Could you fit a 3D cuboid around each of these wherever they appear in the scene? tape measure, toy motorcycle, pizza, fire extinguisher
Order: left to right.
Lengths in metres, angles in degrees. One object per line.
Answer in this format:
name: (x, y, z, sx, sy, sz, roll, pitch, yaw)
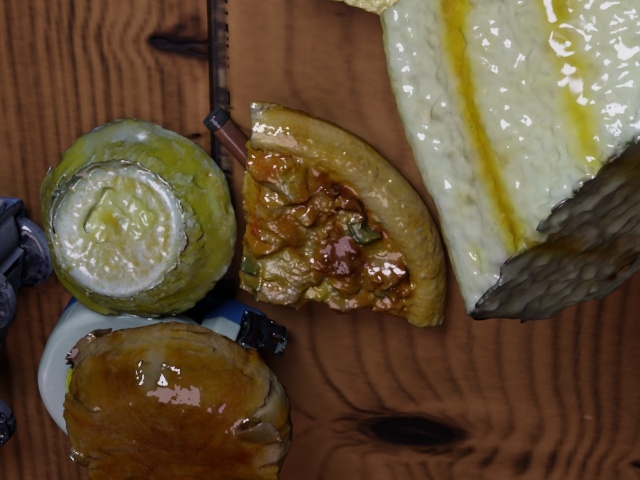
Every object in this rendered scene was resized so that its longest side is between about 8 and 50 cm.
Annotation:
toy motorcycle: (-0.390, 0.068, 1.244, 0.212, 0.125, 0.359, 23, 127, 5)
tape measure: (-0.193, 0.185, 1.278, 0.215, 0.098, 0.351, 23, 120, -5)
fire extinguisher: (-0.073, -0.081, 1.110, 0.028, 0.022, 0.083, -43, 111, -4)
pizza: (0.000, 0.000, 1.114, 0.197, 0.058, 0.292, -27, 119, 20)

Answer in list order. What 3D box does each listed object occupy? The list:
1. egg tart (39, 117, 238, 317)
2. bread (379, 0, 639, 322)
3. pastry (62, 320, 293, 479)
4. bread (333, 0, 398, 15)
egg tart: (-0.170, -0.017, 1.113, 0.197, 0.078, 0.197, 1, 96, 10)
bread: (0.195, -0.159, 0.813, 0.395, 0.239, 0.264, -44, 67, 26)
pastry: (-0.138, 0.169, 1.148, 0.229, 0.100, 0.218, 33, 125, -17)
bread: (0.041, -0.228, 0.951, 0.187, 0.065, 0.103, 16, 126, -2)
